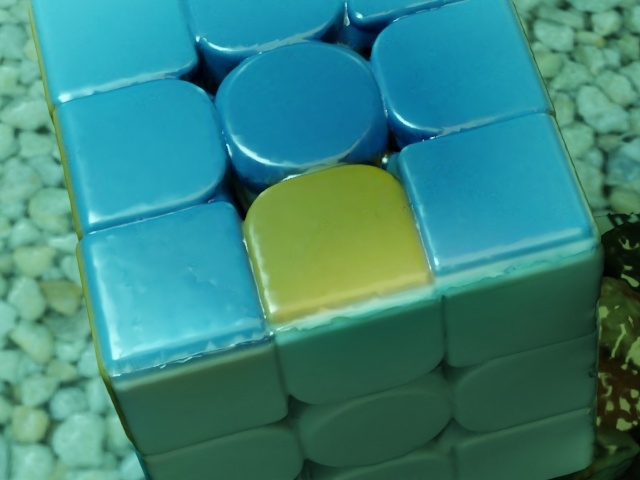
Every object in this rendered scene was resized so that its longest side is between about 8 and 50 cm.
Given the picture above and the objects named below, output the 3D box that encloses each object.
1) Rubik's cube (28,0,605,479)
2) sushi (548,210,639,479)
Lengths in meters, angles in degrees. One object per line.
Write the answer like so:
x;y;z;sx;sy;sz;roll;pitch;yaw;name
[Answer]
0.000;0.000;1.246;0.290;0.291;0.291;-15;57;-3;Rubik's cube
0.209;0.093;1.378;0.339;0.068;0.320;-5;56;-12;sushi
